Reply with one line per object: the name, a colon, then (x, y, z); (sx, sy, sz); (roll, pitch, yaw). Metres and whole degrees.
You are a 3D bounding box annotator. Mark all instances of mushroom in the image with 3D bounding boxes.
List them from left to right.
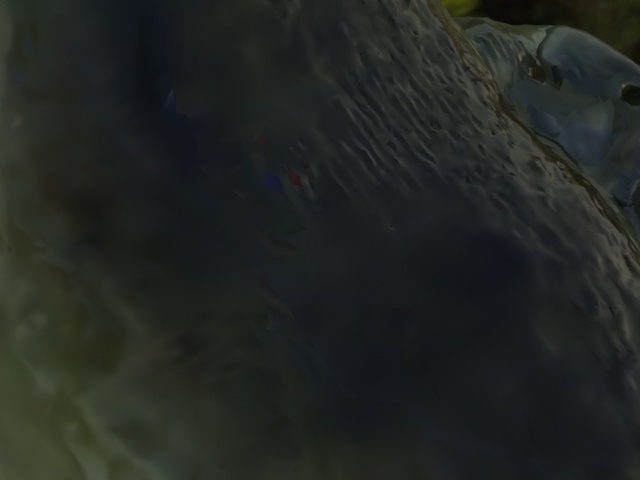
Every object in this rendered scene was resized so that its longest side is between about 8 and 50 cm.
mushroom: (0.000, -0.001, 0.521); (0.247, 0.130, 0.344); (-25, 86, -11)
